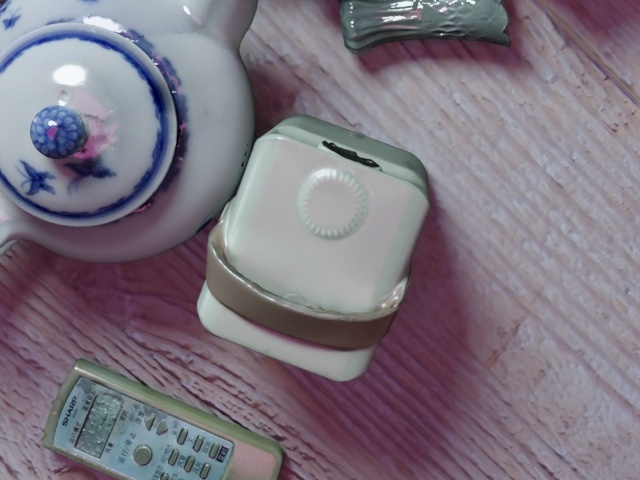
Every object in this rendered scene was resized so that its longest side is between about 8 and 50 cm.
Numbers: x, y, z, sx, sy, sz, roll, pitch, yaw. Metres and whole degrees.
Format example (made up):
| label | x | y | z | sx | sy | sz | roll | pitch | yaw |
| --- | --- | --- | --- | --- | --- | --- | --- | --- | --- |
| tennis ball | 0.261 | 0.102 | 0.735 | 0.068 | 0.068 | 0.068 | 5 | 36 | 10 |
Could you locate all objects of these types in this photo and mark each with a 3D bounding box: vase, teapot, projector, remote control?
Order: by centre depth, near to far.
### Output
| label | x | y | z | sx | sy | sz | roll | pitch | yaw |
| --- | --- | --- | --- | --- | --- | --- | --- | --- | --- |
| teapot | -0.186 | -0.099 | 1.008 | 0.424 | 0.280 | 0.252 | -43 | 95 | 10 |
| projector | 0.000 | 0.000 | 1.036 | 0.163 | 0.242 | 0.177 | 20 | 103 | 2 |
| vase | 0.091 | -0.203 | 1.075 | 0.148 | 0.081 | 0.081 | -4 | 101 | 8 |
| remote control | -0.154 | 0.203 | 1.189 | 0.233 | 0.038 | 0.098 | 24 | 101 | 0 |
